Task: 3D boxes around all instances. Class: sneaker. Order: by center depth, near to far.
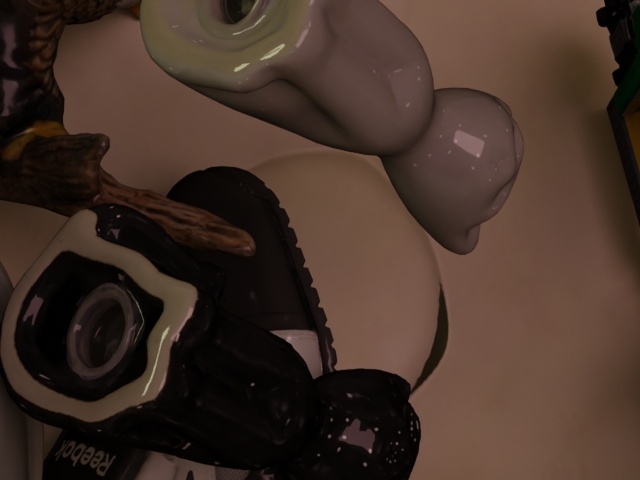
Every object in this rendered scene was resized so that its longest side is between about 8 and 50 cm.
[{"bbox_3d":[-0.078,0.124,0.808,0.146,0.122,0.330,5,79,-26],"label":"sneaker"}]

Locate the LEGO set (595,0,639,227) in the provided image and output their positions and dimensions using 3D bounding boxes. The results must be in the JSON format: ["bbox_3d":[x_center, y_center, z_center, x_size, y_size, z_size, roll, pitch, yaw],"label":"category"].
[{"bbox_3d":[0.276,0.005,0.919,0.192,0.255,0.331,-15,75,0],"label":"LEGO set"}]

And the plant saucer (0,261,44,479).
[{"bbox_3d":[-0.239,0.139,0.588,0.400,0.100,0.400,-22,126,-34],"label":"plant saucer"}]

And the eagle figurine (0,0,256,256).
[{"bbox_3d":[-0.114,-0.159,0.809,0.226,0.225,0.298,13,87,-12],"label":"eagle figurine"}]

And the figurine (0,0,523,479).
[{"bbox_3d":[0.000,0.000,0.724,0.209,0.092,0.215,33,75,-50],"label":"figurine"}]
